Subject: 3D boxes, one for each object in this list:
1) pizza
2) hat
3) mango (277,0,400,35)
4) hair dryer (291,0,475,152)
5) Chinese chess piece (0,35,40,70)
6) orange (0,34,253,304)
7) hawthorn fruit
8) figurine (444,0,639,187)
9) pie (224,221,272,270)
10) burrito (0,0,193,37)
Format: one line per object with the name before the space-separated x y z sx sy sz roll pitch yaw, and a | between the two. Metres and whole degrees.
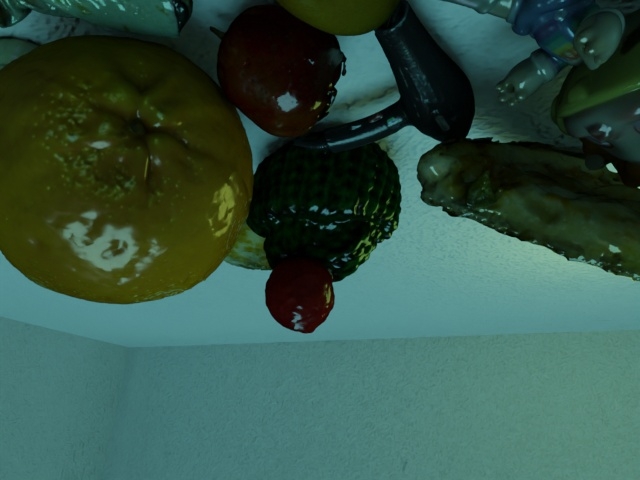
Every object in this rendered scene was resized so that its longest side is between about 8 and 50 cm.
pizza | 0.307 -0.066 0.596 0.393 0.434 0.080 12 115 -5
hat | 0.000 0.000 0.773 0.274 0.331 0.242 -14 150 39
mango | 0.004 -0.275 0.402 0.152 0.120 0.221 -1 163 10
hair dryer | 0.061 -0.178 0.619 0.272 0.091 0.236 -21 147 27
Chinese chess piece | -0.418 -0.229 0.643 0.122 0.051 0.122 2 156 1
orange | -0.247 -0.087 0.572 0.341 0.340 0.293 14 168 -24
hawthorn fruit | -0.058 -0.209 0.542 0.172 0.148 0.148 24 152 -10
figurine | 0.313 -0.207 0.455 0.382 0.205 0.225 30 171 -23
pie | -0.144 0.005 1.127 0.340 0.077 0.339 6 158 2
burrito | -0.251 -0.286 0.453 0.229 0.089 0.143 3 143 -2
